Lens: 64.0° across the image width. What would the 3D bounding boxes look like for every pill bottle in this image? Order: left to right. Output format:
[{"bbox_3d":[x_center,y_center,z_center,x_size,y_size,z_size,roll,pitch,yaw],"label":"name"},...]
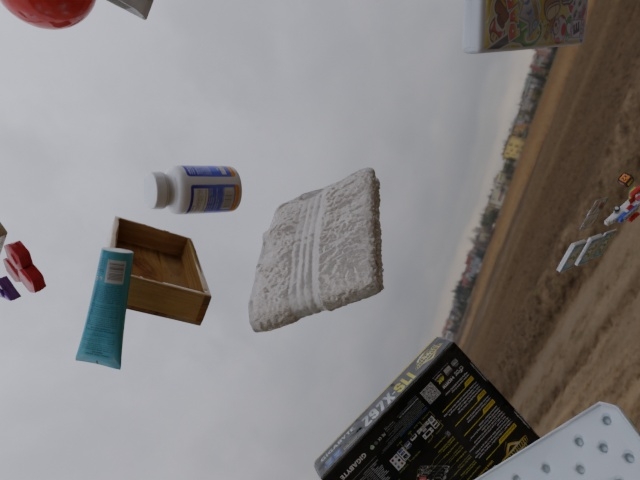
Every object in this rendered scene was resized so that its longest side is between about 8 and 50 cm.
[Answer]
[{"bbox_3d":[-0.395,-0.157,1.587,0.272,0.152,0.152,-5,-63,-37],"label":"pill bottle"}]

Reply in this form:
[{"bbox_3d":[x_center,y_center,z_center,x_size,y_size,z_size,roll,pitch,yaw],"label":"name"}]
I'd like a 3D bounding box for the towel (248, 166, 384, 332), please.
[{"bbox_3d":[0.000,0.000,0.740,0.049,0.187,0.282,56,-158,-31],"label":"towel"}]

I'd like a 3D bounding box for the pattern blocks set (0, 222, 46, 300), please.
[{"bbox_3d":[-0.551,-0.052,0.794,0.026,0.286,0.324,-37,-73,-45],"label":"pattern blocks set"}]

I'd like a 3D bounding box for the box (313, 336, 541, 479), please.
[{"bbox_3d":[0.190,0.368,0.882,0.322,0.257,0.079,-43,6,-10],"label":"box"}]

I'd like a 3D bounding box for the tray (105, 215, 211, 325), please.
[{"bbox_3d":[-0.380,0.055,1.159,0.076,0.203,0.411,-68,24,8],"label":"tray"}]

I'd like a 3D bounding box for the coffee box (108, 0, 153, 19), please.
[{"bbox_3d":[-0.379,-0.642,0.830,0.337,0.339,0.334,-53,33,29],"label":"coffee box"}]

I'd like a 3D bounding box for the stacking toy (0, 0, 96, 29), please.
[{"bbox_3d":[-0.273,-0.357,0.447,0.141,0.141,0.329,-24,-77,-67],"label":"stacking toy"}]

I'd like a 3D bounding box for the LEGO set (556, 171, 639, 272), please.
[{"bbox_3d":[0.625,-0.036,1.091,0.183,0.060,0.244,-12,-48,-31],"label":"LEGO set"}]

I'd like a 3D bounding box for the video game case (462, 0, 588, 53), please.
[{"bbox_3d":[0.218,-0.313,0.517,0.207,0.026,0.226,-18,-65,-34],"label":"video game case"}]

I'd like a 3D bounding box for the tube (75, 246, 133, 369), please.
[{"bbox_3d":[-0.368,0.117,0.886,0.052,0.080,0.206,-10,-69,-84],"label":"tube"}]

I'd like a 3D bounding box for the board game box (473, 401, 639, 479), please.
[{"bbox_3d":[0.286,0.447,0.556,0.050,0.389,0.390,20,-56,-37],"label":"board game box"}]
